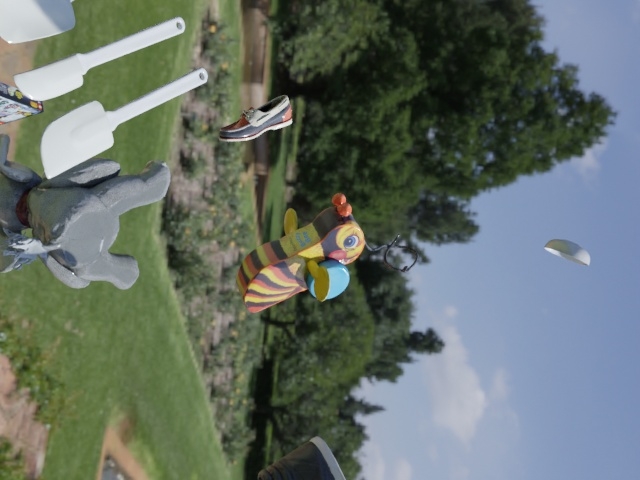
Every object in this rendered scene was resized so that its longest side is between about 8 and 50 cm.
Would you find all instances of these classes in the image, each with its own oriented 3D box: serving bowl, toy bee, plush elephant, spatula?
[{"bbox_3d":[0.445,0.017,1.472,0.083,0.083,0.027,-77,-169,-90],"label":"serving bowl"},{"bbox_3d":[0.000,0.000,1.335,0.195,0.298,0.162,35,-35,38],"label":"toy bee"},{"bbox_3d":[-0.493,-0.057,1.523,0.330,0.255,0.271,-13,129,-50],"label":"plush elephant"},{"bbox_3d":[-0.193,-0.181,0.767,0.242,0.019,0.168,-43,125,-48],"label":"spatula"}]

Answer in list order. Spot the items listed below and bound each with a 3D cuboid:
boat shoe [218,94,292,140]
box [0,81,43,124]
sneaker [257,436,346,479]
[{"bbox_3d":[-0.099,-0.184,1.254,0.049,0.137,0.043,25,-51,43],"label":"boat shoe"},{"bbox_3d":[-0.505,-0.211,1.263,0.137,0.094,0.027,13,66,-73],"label":"box"},{"bbox_3d":[-0.003,0.458,1.306,0.295,0.147,0.104,53,-26,42],"label":"sneaker"}]
